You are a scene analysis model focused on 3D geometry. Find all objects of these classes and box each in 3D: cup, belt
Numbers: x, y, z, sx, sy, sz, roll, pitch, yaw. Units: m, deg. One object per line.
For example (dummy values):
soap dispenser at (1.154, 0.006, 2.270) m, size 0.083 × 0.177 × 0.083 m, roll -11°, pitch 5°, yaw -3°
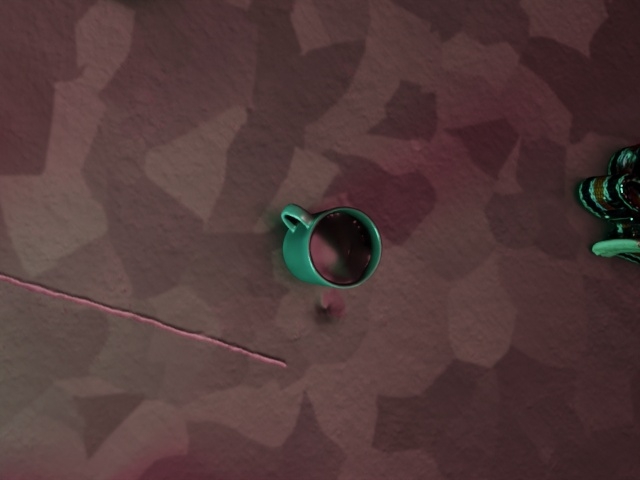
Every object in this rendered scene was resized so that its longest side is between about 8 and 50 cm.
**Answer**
cup at (0.000, 0.000, 1.707) m, size 0.100 × 0.077 × 0.078 m, roll 43°, pitch 73°, yaw -17°
belt at (0.426, 0.034, 1.885) m, size 0.359 × 0.094 × 0.126 m, roll 40°, pitch 73°, yaw -18°
